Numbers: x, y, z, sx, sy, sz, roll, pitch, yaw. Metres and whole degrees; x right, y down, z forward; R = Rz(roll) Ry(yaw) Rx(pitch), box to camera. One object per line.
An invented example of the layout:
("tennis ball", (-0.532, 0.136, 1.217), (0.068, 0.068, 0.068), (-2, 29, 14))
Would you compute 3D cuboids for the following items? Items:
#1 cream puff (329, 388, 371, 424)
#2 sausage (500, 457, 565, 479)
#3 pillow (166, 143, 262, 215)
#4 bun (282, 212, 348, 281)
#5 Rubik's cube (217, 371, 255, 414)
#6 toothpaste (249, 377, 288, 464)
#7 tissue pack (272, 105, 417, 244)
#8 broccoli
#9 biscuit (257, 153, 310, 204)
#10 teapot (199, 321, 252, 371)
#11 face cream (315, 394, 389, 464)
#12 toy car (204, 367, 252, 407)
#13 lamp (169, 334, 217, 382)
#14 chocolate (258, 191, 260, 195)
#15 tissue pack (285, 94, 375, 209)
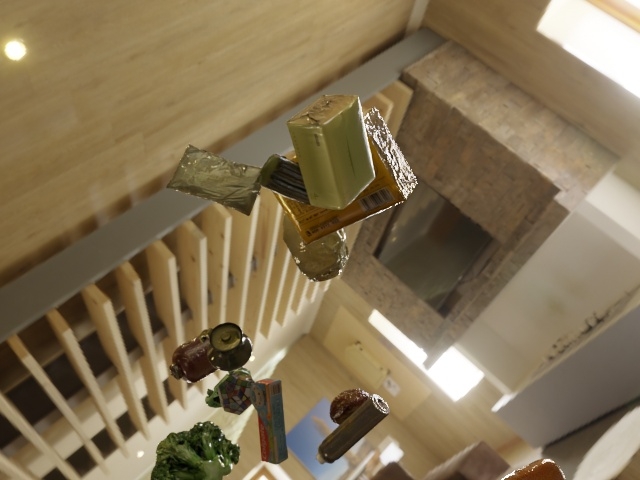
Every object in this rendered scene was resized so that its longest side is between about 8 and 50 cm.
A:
("cream puff", (0.097, 0.525, 1.842), (0.149, 0.084, 0.149), (-13, -40, -11))
("sausage", (0.526, 0.630, 1.463), (0.275, 0.105, 0.105), (-3, -44, -41))
("pillow", (-0.267, -0.161, 1.520), (0.050, 0.230, 0.148), (111, 176, -61))
("bun", (0.002, -0.004, 2.451), (0.202, 0.364, 0.364), (-23, -9, 18))
("Rubik's cube", (-0.216, 0.398, 1.512), (0.093, 0.111, 0.111), (-15, 12, 45))
("toothpaste", (-0.125, 0.431, 1.391), (0.070, 0.193, 0.044), (-5, 0, 41))
("tissue pack", (0.065, -0.199, 1.841), (0.382, 0.293, 0.228), (-24, 17, 26))
("broccoli", (-0.399, 0.724, 1.847), (0.246, 0.265, 0.294), (-16, 15, 39))
("biscuit", (-0.066, -0.158, 1.553), (0.099, 0.038, 0.322), (-61, -23, 6))
("teapot", (-0.275, 0.296, 1.651), (0.130, 0.166, 0.119), (-56, -25, -36))
("face cream", (0.087, 0.569, 1.719), (0.283, 0.073, 0.073), (-48, -15, 19))
("toy car", (-0.310, 0.505, 1.964), (0.186, 0.058, 0.093), (-45, -50, 5))
("lamp", (-0.508, 0.490, 2.425), (0.258, 0.180, 0.180), (-26, -26, -37))
("chocolate", (-0.258, -0.194, 2.191), (0.100, 0.065, 0.031), (-68, -2, -85))
("tissue pack", (0.030, -0.215, 1.395), (0.159, 0.125, 0.234), (-45, -47, -37))
